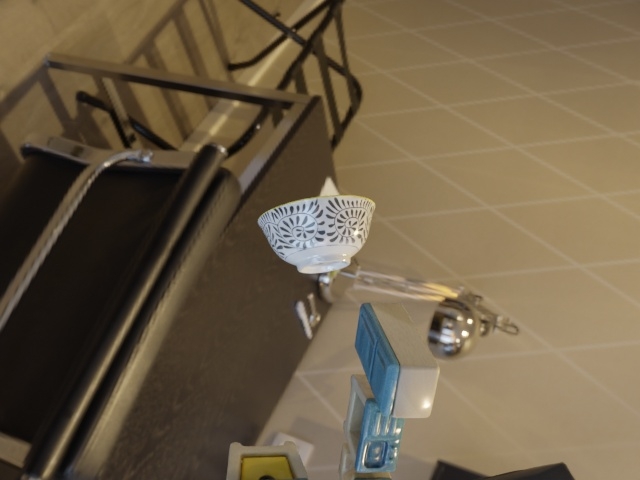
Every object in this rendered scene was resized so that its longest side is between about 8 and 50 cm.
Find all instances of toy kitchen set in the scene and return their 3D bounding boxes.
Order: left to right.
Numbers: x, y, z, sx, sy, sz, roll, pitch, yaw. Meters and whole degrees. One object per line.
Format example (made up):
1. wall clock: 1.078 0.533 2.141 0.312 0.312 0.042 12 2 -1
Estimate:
1. toy kitchen set: -0.001 0.175 0.653 0.122 0.166 0.207 -115 -150 -67

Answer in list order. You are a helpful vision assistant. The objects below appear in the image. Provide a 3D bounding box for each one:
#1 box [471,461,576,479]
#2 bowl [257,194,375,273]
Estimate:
1. box: 0.106 0.335 0.326 0.343 0.178 0.313 -55 129 -81
2. bowl: 0.000 0.000 0.985 0.170 0.170 0.080 24 56 -67
